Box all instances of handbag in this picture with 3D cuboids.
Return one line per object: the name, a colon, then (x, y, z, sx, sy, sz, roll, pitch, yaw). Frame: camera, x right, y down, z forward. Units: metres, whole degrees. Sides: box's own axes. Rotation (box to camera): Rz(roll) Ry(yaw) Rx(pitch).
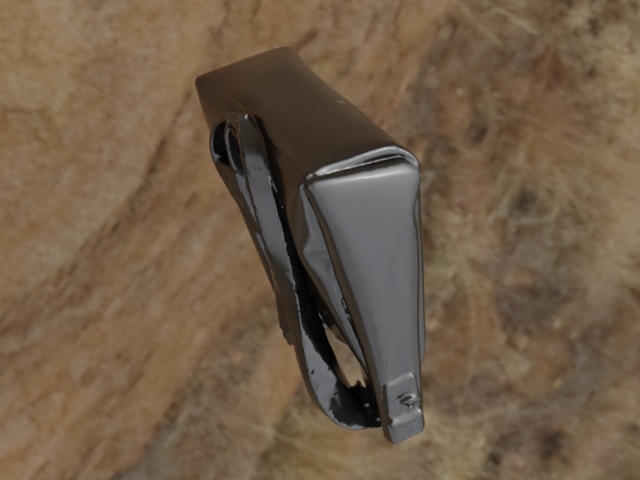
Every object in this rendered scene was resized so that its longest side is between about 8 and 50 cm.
handbag: (-0.001, 0.000, 1.224, 0.113, 0.285, 0.257, -20, 117, -12)
